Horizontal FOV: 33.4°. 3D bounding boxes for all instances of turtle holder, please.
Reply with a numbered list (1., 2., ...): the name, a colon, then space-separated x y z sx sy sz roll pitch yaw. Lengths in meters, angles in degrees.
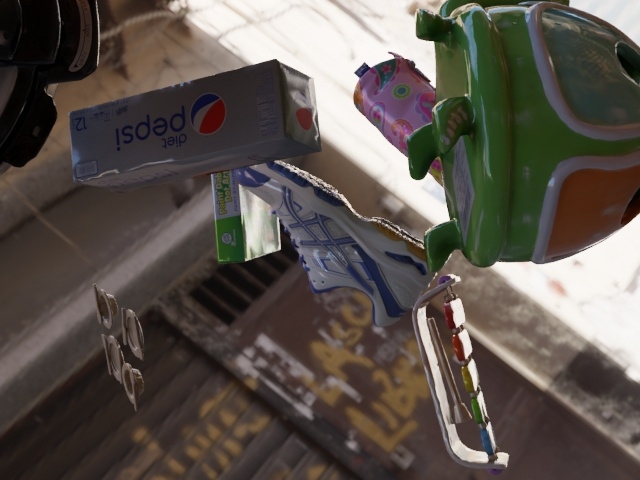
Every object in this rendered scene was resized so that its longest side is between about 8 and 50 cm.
1. turtle holder: 0.204 -0.118 1.041 0.320 0.227 0.243 -96 2 -63

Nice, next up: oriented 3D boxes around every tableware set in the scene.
1. tableware set: -0.266 0.141 1.420 0.020 0.168 0.141 -13 -67 -27

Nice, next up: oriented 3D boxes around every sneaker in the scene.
1. sneaker: 0.000 0.000 1.368 0.131 0.296 0.112 -58 -7 10

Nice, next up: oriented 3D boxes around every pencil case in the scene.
1. pencil case: 0.169 -0.172 1.626 0.124 0.284 0.124 -27 -36 -22

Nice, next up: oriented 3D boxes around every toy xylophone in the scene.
1. toy xylophone: 0.221 0.209 1.707 0.081 0.323 0.236 -16 3 11

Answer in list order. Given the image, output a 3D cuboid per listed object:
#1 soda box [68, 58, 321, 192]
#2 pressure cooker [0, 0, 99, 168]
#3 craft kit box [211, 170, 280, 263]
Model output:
1. soda box: -0.147 -0.126 1.234 0.286 0.091 0.098 -10 -9 24
2. pressure cooker: -0.423 -0.191 0.992 0.370 0.375 0.420 -45 13 -3
3. craft kit box: -0.136 -0.093 1.938 0.246 0.060 0.250 -18 -76 -74
